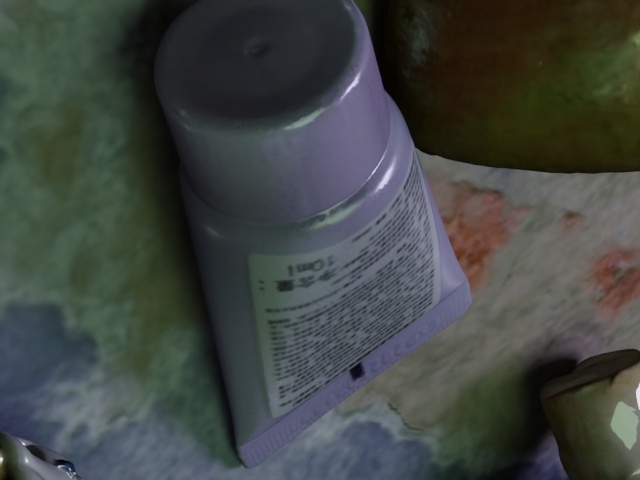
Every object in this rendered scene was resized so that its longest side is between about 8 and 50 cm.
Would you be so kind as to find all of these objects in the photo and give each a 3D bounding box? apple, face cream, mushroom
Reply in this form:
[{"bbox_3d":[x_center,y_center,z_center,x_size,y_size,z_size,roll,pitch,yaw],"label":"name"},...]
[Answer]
[{"bbox_3d":[0.184,-0.166,0.769,0.346,0.254,0.179,-30,173,-17],"label":"apple"},{"bbox_3d":[0.000,0.000,0.770,0.154,0.096,0.274,-37,146,-16],"label":"face cream"},{"bbox_3d":[0.182,0.184,0.966,0.206,0.209,0.206,-33,161,-13],"label":"mushroom"}]

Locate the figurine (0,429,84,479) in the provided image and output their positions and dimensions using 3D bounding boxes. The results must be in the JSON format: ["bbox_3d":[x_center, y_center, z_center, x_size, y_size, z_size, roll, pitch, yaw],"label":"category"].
[{"bbox_3d":[-0.154,0.128,0.718,0.132,0.132,0.154,-52,148,2],"label":"figurine"}]
